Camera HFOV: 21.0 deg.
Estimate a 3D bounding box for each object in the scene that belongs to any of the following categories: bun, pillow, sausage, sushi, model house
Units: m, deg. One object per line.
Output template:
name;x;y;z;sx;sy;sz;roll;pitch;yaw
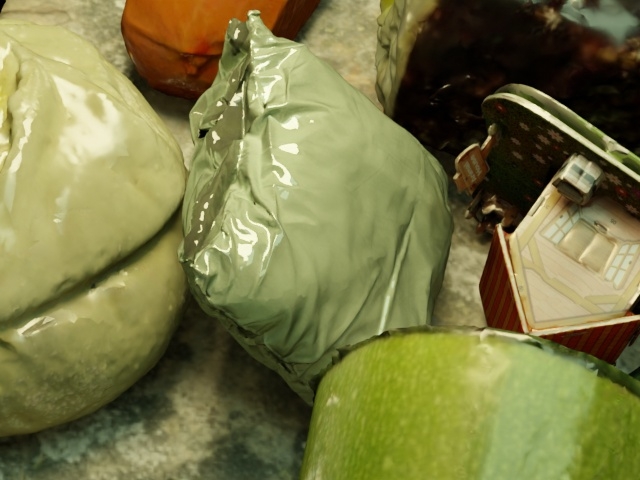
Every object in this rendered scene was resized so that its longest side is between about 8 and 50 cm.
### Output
bun;-0.265;-0.029;1.348;0.365;0.219;0.365;5;59;-8
pillow;0.000;0.000;1.381;0.138;0.310;0.283;-13;53;31
sausage;-0.075;-0.241;1.574;0.141;0.153;0.268;24;54;10
sushi;0.200;-0.202;1.539;0.294;0.299;0.281;9;74;-7
model house;0.176;0.023;1.412;0.207;0.294;0.154;34;76;10

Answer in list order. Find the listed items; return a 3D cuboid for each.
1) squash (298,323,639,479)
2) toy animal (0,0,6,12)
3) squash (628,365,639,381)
squash;0.096;0.263;1.199;0.310;0.310;0.309;20;57;0
toy animal;-0.403;-0.350;1.525;0.310;0.251;0.251;12;55;-14
squash;0.251;0.154;1.450;0.229;0.066;0.066;-32;69;-31
